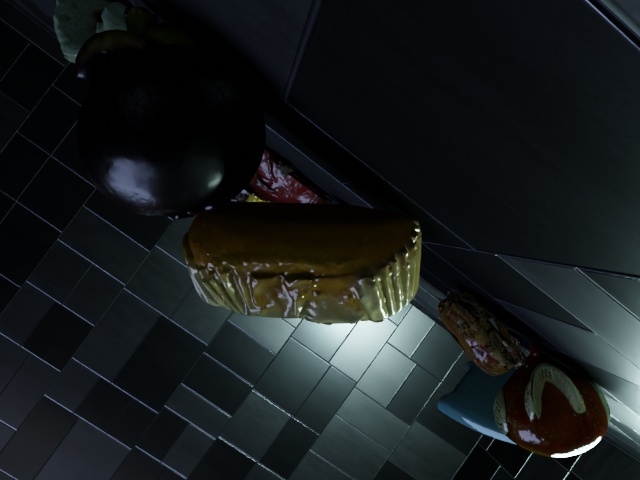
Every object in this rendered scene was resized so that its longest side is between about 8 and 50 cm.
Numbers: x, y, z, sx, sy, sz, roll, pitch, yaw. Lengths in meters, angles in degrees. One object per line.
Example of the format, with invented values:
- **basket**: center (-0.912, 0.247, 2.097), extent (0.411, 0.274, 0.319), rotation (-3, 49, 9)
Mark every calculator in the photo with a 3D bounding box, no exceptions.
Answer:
- **calculator**: center (0.520, 0.426, 1.366), extent (0.386, 0.256, 0.055), rotation (9, 125, 44)

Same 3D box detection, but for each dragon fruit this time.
- **dragon fruit**: center (-0.152, -0.180, 1.343), extent (0.282, 0.100, 0.343), rotation (43, 174, -29)

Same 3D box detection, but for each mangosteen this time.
- **mangosteen**: center (-0.215, -0.183, 0.732), extent (0.275, 0.274, 0.303), rotation (-172, 64, -85)

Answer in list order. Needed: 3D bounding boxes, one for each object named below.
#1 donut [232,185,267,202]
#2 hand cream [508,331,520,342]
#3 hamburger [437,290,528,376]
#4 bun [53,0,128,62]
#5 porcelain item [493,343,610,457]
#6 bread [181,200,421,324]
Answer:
- **donut**: center (-0.213, -0.140, 1.433), extent (0.140, 0.059, 0.140), rotation (36, -163, -13)
- **hand cream**: center (0.498, 0.287, 1.447), extent (0.124, 0.078, 0.341), rotation (36, 173, 28)
- **hamburger**: center (0.362, 0.213, 1.159), extent (0.231, 0.106, 0.231), rotation (53, -176, -5)
- **bun**: center (-0.364, -0.338, 0.882), extent (0.203, 0.127, 0.212), rotation (36, 178, -37)
- **porcelain item**: center (0.510, 0.351, 1.163), extent (0.252, 0.253, 0.253), rotation (36, 178, 2)
- **bread**: center (-0.024, 0.020, 0.839), extent (0.387, 0.183, 0.236), rotation (-3, -152, -1)
